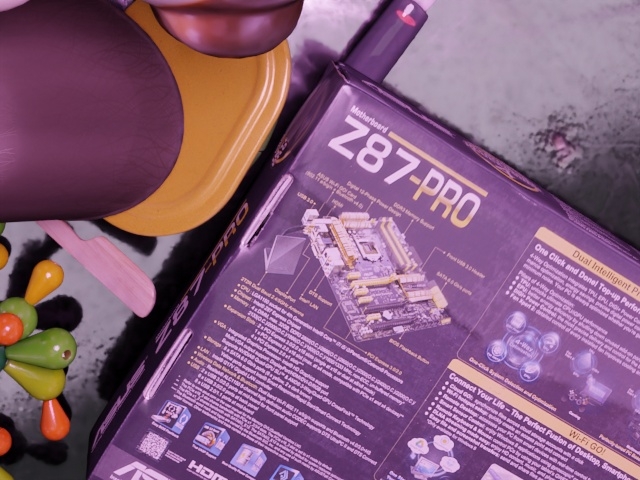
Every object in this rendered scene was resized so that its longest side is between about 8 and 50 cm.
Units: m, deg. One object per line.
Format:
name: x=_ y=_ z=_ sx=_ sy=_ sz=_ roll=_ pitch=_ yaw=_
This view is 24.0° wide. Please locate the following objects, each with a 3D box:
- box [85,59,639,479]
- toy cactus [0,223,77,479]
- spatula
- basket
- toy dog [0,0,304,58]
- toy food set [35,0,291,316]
box: x=0.089 y=0.116 z=1.016 sx=0.395 sy=0.097 sz=0.318 roll=30 pitch=102 yaw=-13
toy cactus: x=-0.256 y=0.085 z=1.018 sx=0.180 sy=0.112 sz=0.219 roll=0 pitch=112 yaw=4
spatula: x=0.077 y=-0.180 z=1.016 sx=0.084 sy=0.030 sz=0.296 roll=36 pitch=98 yaw=-12
basket: x=-0.210 y=-0.080 z=0.876 sx=0.204 sy=0.227 sz=0.154 roll=22 pitch=102 yaw=10
toy dog: x=-0.164 y=-0.226 z=0.750 sx=0.408 sy=0.395 sz=0.285 roll=13 pitch=84 yaw=-11
toy food set: x=-0.097 y=-0.071 z=1.012 sx=0.128 sy=0.071 sz=0.218 roll=33 pitch=97 yaw=12
